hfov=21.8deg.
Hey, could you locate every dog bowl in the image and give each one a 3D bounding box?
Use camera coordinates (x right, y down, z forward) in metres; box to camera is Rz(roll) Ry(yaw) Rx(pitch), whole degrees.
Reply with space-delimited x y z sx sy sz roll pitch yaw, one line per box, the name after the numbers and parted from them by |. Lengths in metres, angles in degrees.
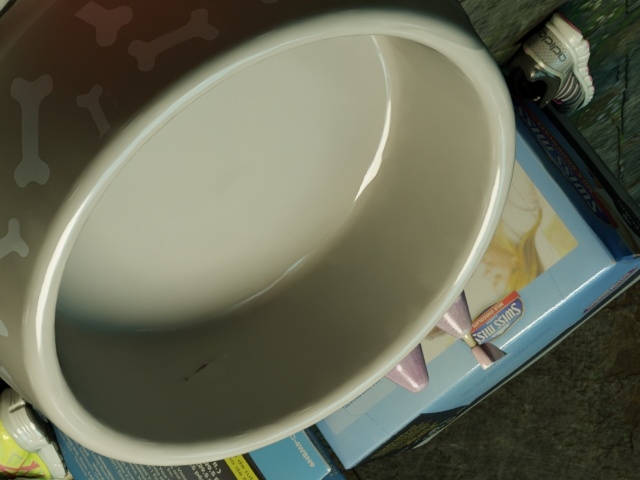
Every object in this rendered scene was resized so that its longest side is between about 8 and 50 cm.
-0.042 -0.019 0.919 0.348 0.102 0.349 -23 138 -23 | dog bowl

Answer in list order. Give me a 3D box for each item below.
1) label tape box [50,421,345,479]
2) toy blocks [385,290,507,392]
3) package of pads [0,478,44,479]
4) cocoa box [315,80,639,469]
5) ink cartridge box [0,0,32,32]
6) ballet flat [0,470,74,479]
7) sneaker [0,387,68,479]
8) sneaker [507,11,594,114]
-0.104 0.164 1.511 0.115 0.249 0.348 -23 162 -42 | label tape box
0.000 0.000 1.177 0.309 0.260 0.288 -44 163 35 | toy blocks
-0.372 0.277 1.437 0.229 0.101 0.296 -16 170 12 | package of pads
0.128 0.032 1.662 0.347 0.231 0.228 -40 165 20 | cocoa box
-0.110 -0.159 0.828 0.145 0.045 0.179 -31 169 -19 | ink cartridge box
-0.214 0.210 1.736 0.316 0.107 0.106 -34 157 -11 | ballet flat
-0.292 0.184 1.524 0.094 0.081 0.208 -22 161 -8 | sneaker
0.217 -0.158 1.598 0.074 0.063 0.170 -35 162 -1 | sneaker
